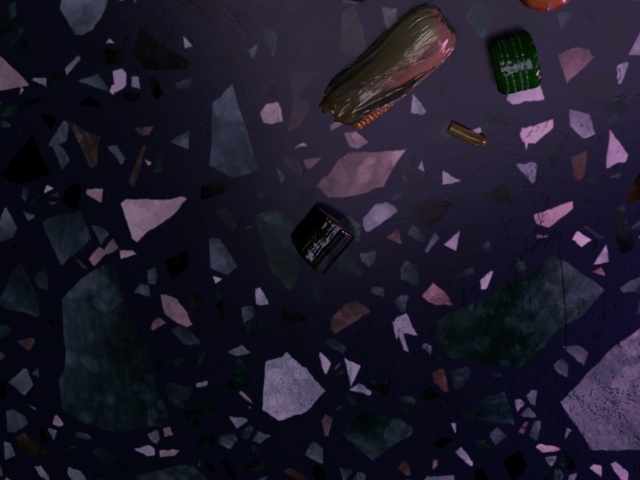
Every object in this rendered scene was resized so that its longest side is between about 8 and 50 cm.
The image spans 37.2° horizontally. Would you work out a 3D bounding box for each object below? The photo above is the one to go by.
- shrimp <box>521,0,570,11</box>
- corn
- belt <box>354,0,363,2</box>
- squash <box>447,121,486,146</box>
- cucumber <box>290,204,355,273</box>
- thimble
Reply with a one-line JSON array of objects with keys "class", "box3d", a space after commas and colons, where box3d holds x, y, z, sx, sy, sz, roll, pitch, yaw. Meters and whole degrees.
[{"class": "shrimp", "box3d": [0.459, -0.536, 1.850, 0.132, 0.051, 0.187, 19, 116, -11]}, {"class": "corn", "box3d": [0.134, -0.340, 1.904, 0.305, 0.122, 0.123, -41, 97, 18]}, {"class": "belt", "box3d": [-0.103, -0.575, 1.767, 0.437, 0.300, 0.173, 14, 108, 2]}, {"class": "squash", "box3d": [0.305, -0.217, 1.972, 0.083, 0.027, 0.027, 25, 108, -1]}, {"class": "cucumber", "box3d": [0.000, 0.000, 2.059, 0.116, 0.062, 0.115, 40, 104, -7]}, {"class": "thimble", "box3d": [0.382, -0.349, 1.871, 0.090, 0.130, 0.118, -14, 85, 10]}]
